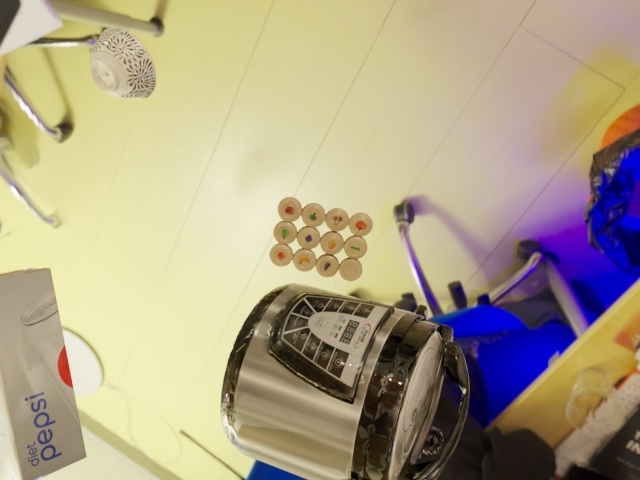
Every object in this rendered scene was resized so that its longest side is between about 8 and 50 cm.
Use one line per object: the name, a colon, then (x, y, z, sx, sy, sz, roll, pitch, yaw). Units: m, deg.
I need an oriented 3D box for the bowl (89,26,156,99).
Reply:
bowl: (-0.461, -0.382, 1.404, 0.170, 0.080, 0.170, 18, 130, 22)

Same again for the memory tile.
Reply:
memory tile: (0.000, 0.000, 0.955, 0.148, 0.012, 0.113, 12, 108, -4)

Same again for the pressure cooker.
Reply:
pressure cooker: (0.070, 0.291, 1.211, 0.420, 0.375, 0.370, 14, 95, 22)

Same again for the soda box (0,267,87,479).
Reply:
soda box: (-0.419, 0.185, 0.885, 0.091, 0.098, 0.286, -3, 97, 41)
